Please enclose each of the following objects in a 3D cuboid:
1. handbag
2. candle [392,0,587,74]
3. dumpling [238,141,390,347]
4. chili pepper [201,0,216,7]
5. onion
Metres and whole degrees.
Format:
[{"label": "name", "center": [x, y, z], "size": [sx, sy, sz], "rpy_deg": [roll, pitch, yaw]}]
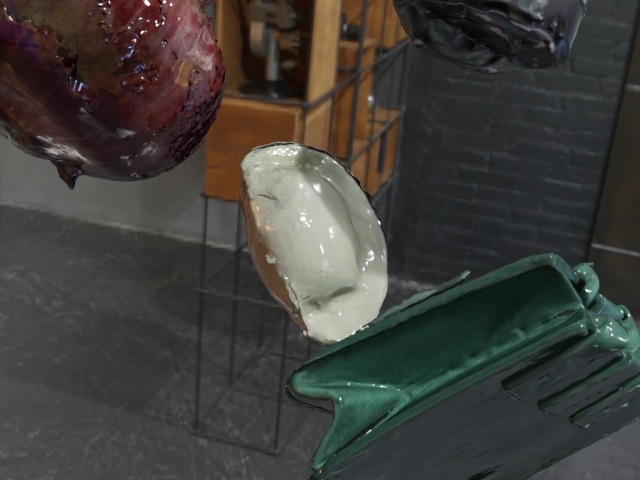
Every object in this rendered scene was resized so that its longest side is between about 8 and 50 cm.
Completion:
[{"label": "handbag", "center": [0.137, 0.121, 0.683], "size": [0.326, 0.238, 0.089], "rpy_deg": [32, 31, -55]}, {"label": "candle", "center": [0.203, -0.332, 0.843], "size": [0.187, 0.330, 0.187], "rpy_deg": [21, -1, 0]}, {"label": "dumpling", "center": [0.000, 0.000, 0.992], "size": [0.172, 0.247, 0.142], "rpy_deg": [-16, -9, -25]}, {"label": "chili pepper", "center": [-0.194, -0.258, 0.894], "size": [0.192, 0.086, 0.084], "rpy_deg": [-24, -5, -9]}, {"label": "onion", "center": [-0.180, -0.167, 0.676], "size": [0.252, 0.252, 0.219], "rpy_deg": [17, 66, 28]}]
